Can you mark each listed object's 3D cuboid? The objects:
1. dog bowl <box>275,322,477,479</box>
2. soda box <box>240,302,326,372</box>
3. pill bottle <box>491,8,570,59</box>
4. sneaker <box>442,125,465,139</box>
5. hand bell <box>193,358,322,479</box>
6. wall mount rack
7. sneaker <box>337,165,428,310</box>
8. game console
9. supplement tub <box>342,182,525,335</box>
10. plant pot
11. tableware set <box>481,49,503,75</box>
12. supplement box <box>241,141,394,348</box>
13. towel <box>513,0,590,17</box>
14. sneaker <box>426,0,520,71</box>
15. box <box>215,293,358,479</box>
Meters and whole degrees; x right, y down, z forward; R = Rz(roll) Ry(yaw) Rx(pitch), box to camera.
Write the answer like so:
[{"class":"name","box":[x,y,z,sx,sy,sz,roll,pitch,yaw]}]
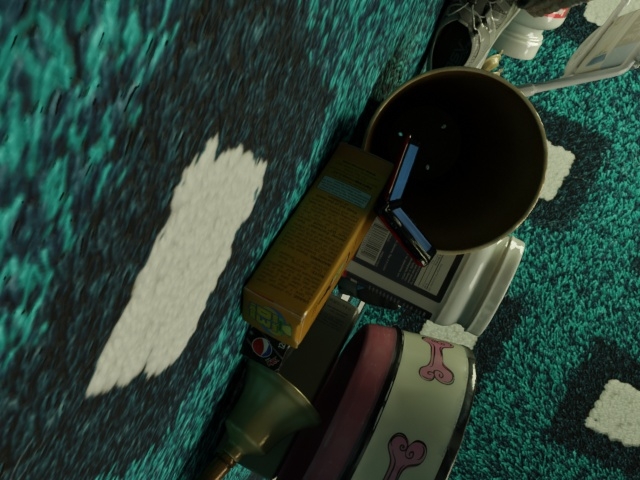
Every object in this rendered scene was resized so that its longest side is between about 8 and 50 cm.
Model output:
[{"class":"dog bowl","box":[0.052,0.296,1.085,0.408,0.150,0.408,-61,-179,2]},{"class":"soda box","box":[-0.037,0.091,0.987,0.169,0.053,0.060,-50,164,-56]},{"class":"pill bottle","box":[0.445,-0.542,1.582,0.176,0.176,0.318,-51,165,-55]},{"class":"sneaker","box":[0.223,-0.211,1.309,0.235,0.094,0.090,-87,-174,-68]},{"class":"hand bell","box":[-0.122,0.275,0.953,0.242,0.126,0.126,-47,166,-21]},{"class":"wall mount rack","box":[0.373,-0.284,1.121,0.304,0.130,0.350,-51,-172,2]},{"class":"sneaker","box":[0.155,-0.019,1.520,0.125,0.139,0.341,-42,156,-60]},{"class":"game console","box":[0.116,-0.046,0.897,0.085,0.124,0.144,-40,175,13]},{"class":"supplement tub","box":[0.166,0.018,1.248,0.191,0.272,0.191,-61,172,-16]},{"class":"plant pot","box":[0.164,-0.127,1.092,0.254,0.237,0.237,-95,-151,-76]},{"class":"tableware set","box":[0.317,-0.344,1.647,0.168,0.020,0.141,-23,167,-7]},{"class":"supplement box","box":[0.000,0.000,0.866,0.078,0.080,0.233,102,15,-55]},{"class":"towel","box":[0.402,-0.448,1.016,0.317,0.053,0.332,-54,-172,7]},{"class":"sneaker","box":[0.246,-0.353,1.197,0.115,0.105,0.281,-35,148,-61]},{"class":"box","box":[-0.044,0.207,1.149,0.275,0.094,0.113,-61,172,-12]}]
